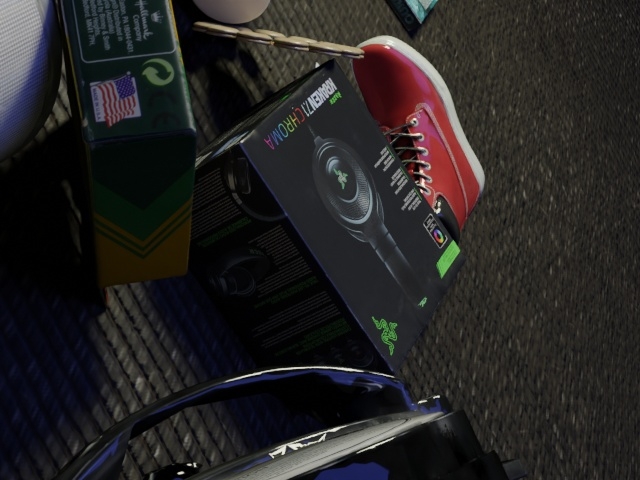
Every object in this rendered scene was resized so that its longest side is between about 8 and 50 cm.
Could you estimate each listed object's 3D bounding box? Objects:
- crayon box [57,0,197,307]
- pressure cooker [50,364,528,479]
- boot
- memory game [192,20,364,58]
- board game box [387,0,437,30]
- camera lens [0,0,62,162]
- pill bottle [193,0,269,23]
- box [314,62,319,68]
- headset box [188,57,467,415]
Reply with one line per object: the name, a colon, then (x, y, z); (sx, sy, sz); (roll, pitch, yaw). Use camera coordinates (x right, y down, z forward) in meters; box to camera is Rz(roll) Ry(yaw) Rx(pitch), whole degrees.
crayon box: (-0.157, -0.096, 1.110); (0.081, 0.318, 0.202); (-8, 69, -11)
pressure cooker: (-0.014, 0.296, 0.949); (0.420, 0.375, 0.370); (68, 12, 9)
boot: (0.099, -0.102, 1.582); (0.244, 0.088, 0.176); (57, 33, -19)
memory game: (-0.045, -0.213, 1.474); (0.186, 0.186, 0.012); (-4, 108, -56)
board game box: (0.095, -0.391, 1.924); (0.186, 0.026, 0.126); (54, 33, -14)
camera lens: (-0.323, -0.114, 0.937); (0.219, 0.219, 0.274); (57, 33, -9)
pill bottle: (-0.081, -0.340, 1.544); (0.124, 0.124, 0.221); (45, 36, -26)
box: (0.032, -0.108, 1.606); (0.178, 0.042, 0.109); (43, 37, -30)
headset box: (0.000, 0.000, 1.398); (0.283, 0.131, 0.246); (57, 33, -10)
